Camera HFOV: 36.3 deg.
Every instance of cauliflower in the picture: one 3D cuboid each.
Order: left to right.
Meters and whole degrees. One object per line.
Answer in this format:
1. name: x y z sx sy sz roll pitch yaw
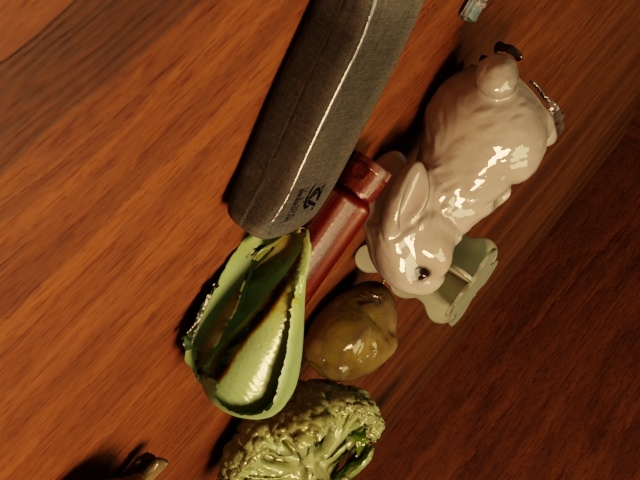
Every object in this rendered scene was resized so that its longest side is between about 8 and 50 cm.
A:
1. cauliflower: -0.019 0.368 1.667 0.275 0.250 0.272 -31 175 30

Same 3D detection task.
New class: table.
1. table: 0.173 0.024 1.612 0.166 0.198 0.166 -48 162 -21

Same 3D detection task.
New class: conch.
1. conch: -0.093 0.108 1.216 0.137 0.143 0.251 -77 172 -58

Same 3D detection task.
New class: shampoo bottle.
1. shampoo bottle: 0.000 0.000 1.338 0.260 0.064 0.102 -55 155 1

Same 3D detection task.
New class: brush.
1. brush: -0.304 0.380 1.316 0.248 0.036 0.043 -47 159 0

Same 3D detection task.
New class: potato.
1. potato: 0.056 0.159 1.682 0.200 0.137 0.155 -41 122 -43

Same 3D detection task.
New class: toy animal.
1. toy animal: 0.190 -0.095 1.445 0.357 0.194 0.258 -52 140 -6

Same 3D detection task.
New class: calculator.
1. calculator: 0.243 -0.379 1.342 0.172 0.018 0.057 -62 163 18

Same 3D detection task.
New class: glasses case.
1. glasses case: 0.004 -0.150 1.046 0.131 0.074 0.323 -24 146 -57

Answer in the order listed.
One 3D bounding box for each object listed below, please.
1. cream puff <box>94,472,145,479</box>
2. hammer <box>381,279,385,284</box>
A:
1. cream puff: -0.261 0.360 1.213 0.189 0.129 0.189 -24 158 -10
2. hammer: 0.108 0.110 1.922 0.110 0.019 0.035 -65 161 15
